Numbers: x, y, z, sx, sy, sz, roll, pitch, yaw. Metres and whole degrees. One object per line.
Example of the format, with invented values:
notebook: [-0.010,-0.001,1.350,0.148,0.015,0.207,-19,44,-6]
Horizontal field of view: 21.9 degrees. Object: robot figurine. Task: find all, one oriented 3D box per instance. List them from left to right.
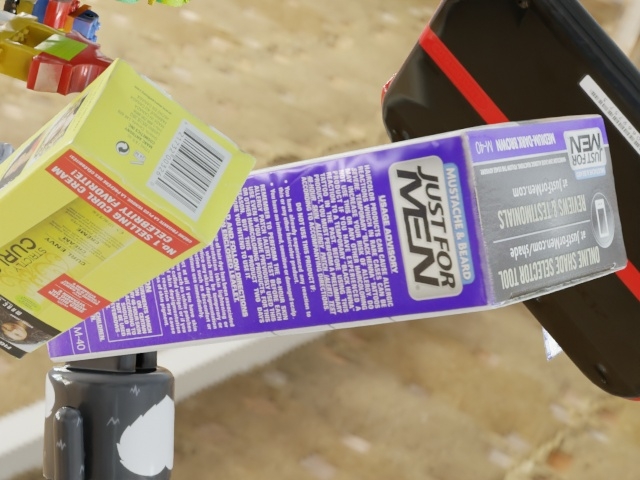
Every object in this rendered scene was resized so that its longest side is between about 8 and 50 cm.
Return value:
robot figurine: [-0.274,0.252,2.167,0.209,0.278,0.173,1,-178,-29]

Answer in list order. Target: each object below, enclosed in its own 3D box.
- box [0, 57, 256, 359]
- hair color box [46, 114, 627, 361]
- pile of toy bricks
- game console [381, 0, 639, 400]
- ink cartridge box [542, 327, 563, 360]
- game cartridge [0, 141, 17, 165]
box: [-0.130,-0.008,0.847,0.087,0.232,0.058,37,-124,-18]
hair color box: [0.000,0.000,1.056,0.338,0.110,0.185,-7,-178,34]
pile of toy bricks: [-0.106,-0.148,0.882,0.105,0.118,0.212,20,-157,3]
game console: [0.220,-0.050,1.422,0.060,0.342,0.386,-37,-98,-26]
ink cartridge box: [0.374,0.009,1.763,0.072,0.307,0.303,48,-165,-9]
game cartridge: [-0.439,-0.091,1.600,0.294,0.060,0.196,15,175,-17]
